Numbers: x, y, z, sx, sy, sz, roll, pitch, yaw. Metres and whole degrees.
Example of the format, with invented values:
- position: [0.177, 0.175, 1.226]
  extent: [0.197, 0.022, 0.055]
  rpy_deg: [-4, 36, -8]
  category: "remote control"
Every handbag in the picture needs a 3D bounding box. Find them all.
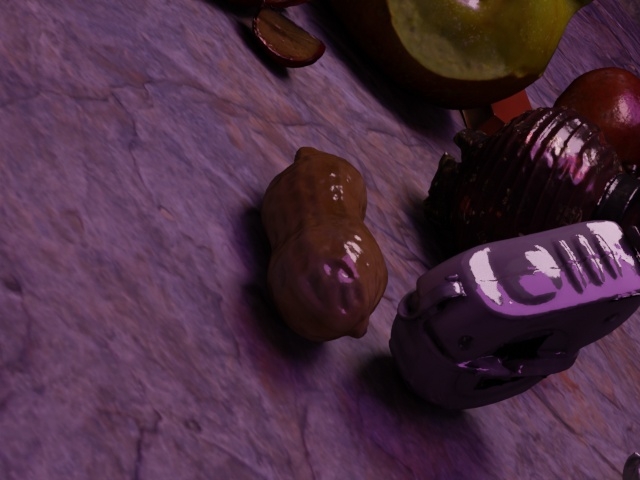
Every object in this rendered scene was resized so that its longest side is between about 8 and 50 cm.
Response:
- position: [0.239, -0.192, 2.328]
  extent: [0.127, 0.063, 0.190]
  rpy_deg: [33, 31, -37]
  category: "handbag"

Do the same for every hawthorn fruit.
- position: [0.425, -0.159, 2.502]
  extent: [0.169, 0.169, 0.188]
  rpy_deg: [36, 29, -34]
  category: "hawthorn fruit"

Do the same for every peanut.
- position: [0.000, 0.000, 1.494]
  extent: [0.263, 0.101, 0.117]
  rpy_deg: [-102, 171, -54]
  category: "peanut"

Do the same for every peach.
- position: [-0.039, -0.217, 1.824]
  extent: [0.077, 0.050, 0.083]
  rpy_deg: [37, 0, 37]
  category: "peach"

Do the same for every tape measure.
- position: [0.163, 0.076, 1.547]
  extent: [0.236, 0.197, 0.120]
  rpy_deg: [-11, 60, -24]
  category: "tape measure"

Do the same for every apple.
- position: [0.185, -0.361, 2.112]
  extent: [0.374, 0.374, 0.384]
  rpy_deg: [18, 38, -54]
  category: "apple"

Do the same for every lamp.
- position: [0.235, -0.036, 1.853]
  extent: [0.247, 0.247, 0.247]
  rpy_deg: [41, 23, -22]
  category: "lamp"

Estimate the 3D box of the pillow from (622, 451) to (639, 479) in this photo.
- position: [0.398, 0.292, 1.833]
  extent: [0.254, 0.078, 0.144]
  rpy_deg: [5, 59, -61]
  category: "pillow"

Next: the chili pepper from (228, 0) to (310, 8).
- position: [-0.076, -0.312, 1.863]
  extent: [0.253, 0.136, 0.144]
  rpy_deg: [-41, 136, -59]
  category: "chili pepper"
